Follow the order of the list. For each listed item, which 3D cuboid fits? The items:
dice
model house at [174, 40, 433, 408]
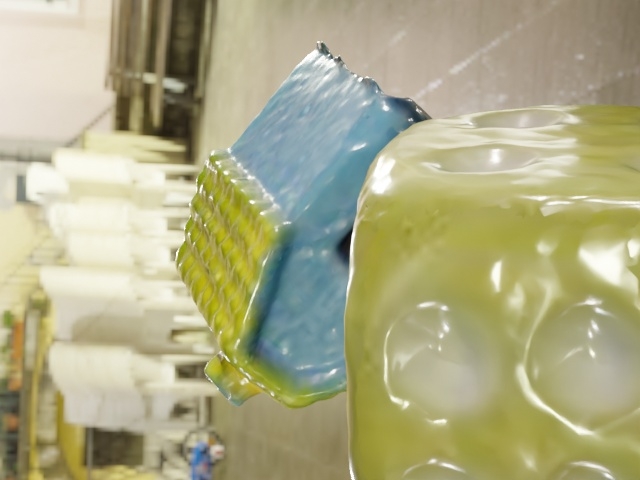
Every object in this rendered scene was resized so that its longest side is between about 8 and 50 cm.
[{"bbox_3d":[0.146,0.056,0.668,0.233,0.238,0.227,-57,-35,-70],"label":"dice"},{"bbox_3d":[0.000,0.000,1.133,0.303,0.215,0.237,-43,27,0],"label":"model house"}]
